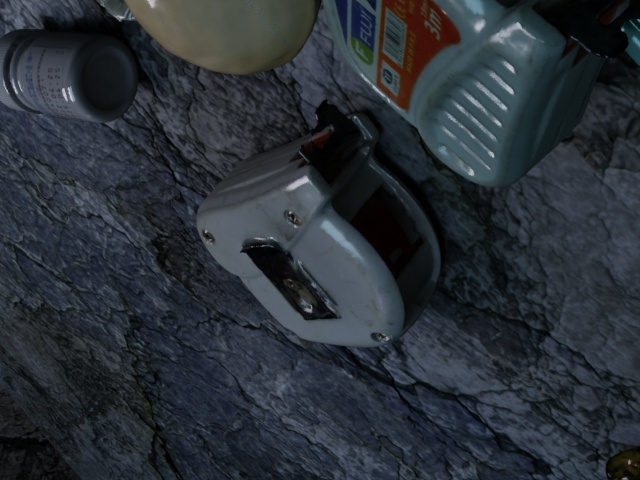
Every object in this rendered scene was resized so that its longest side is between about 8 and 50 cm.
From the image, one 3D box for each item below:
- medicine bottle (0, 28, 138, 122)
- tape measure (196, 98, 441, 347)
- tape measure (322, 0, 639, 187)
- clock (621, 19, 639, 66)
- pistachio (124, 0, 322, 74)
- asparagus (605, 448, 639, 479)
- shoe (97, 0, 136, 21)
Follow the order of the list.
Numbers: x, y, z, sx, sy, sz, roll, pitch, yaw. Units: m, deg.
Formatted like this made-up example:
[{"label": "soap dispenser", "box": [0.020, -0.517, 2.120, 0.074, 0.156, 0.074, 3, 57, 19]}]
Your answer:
[{"label": "medicine bottle", "box": [-0.304, -0.196, 1.244, 0.168, 0.105, 0.105, 13, 139, 38]}, {"label": "tape measure", "box": [0.000, 0.000, 1.131, 0.265, 0.130, 0.258, 51, 146, -16]}, {"label": "tape measure", "box": [0.110, -0.167, 0.752, 0.246, 0.125, 0.243, 46, 165, 16]}, {"label": "clock", "box": [0.247, -0.176, 0.708, 0.101, 0.041, 0.135, 46, 149, -8]}, {"label": "pistachio", "box": [-0.079, -0.265, 0.812, 0.187, 0.187, 0.299, 22, 144, 29]}, {"label": "asparagus", "box": [0.403, 0.341, 1.185, 0.067, 0.060, 0.277, -16, 119, 33]}, {"label": "shoe", "box": [-0.177, -0.284, 1.019, 0.227, 0.125, 0.099, 51, 120, 31]}]
